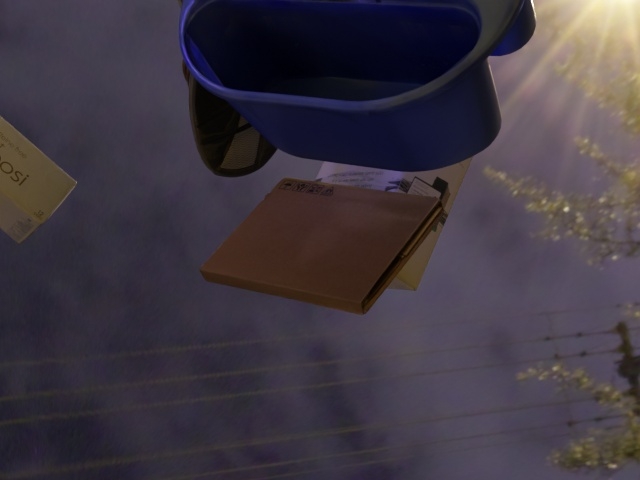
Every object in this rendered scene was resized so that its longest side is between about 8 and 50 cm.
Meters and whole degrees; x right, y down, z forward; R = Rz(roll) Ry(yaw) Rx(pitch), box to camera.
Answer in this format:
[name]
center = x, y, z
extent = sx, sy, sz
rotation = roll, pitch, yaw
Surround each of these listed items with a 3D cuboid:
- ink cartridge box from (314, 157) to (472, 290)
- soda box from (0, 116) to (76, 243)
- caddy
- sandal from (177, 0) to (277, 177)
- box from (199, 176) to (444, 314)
[ink cartridge box]
center = 0.072, -0.056, 1.215
extent = 0.092, 0.160, 0.219
rotation = 36, -110, -33
[soda box]
center = -0.377, -0.099, 1.127
extent = 0.216, 0.069, 0.074
rotation = 43, -129, -15
[caddy]
center = 0.032, -0.205, 0.953
extent = 0.341, 0.179, 0.241
rotation = 10, -112, 31
[sandal]
center = -0.109, -0.218, 1.204
extent = 0.120, 0.086, 0.302
rotation = -5, -101, -21
[box]
center = 0.000, 0.000, 1.053
extent = 0.201, 0.021, 0.164
rotation = 10, -135, 35
